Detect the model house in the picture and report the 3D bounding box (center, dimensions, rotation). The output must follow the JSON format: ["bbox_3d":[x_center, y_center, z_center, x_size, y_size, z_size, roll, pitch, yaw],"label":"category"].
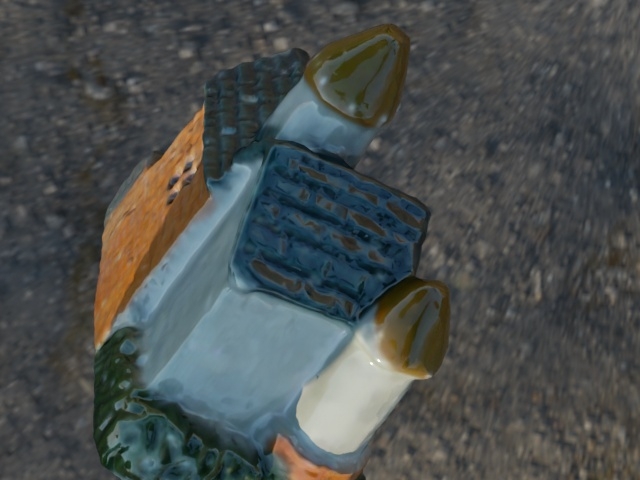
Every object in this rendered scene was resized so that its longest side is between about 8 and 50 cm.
[{"bbox_3d":[0.000,0.000,1.055,0.190,0.271,0.301,24,124,-21],"label":"model house"}]
